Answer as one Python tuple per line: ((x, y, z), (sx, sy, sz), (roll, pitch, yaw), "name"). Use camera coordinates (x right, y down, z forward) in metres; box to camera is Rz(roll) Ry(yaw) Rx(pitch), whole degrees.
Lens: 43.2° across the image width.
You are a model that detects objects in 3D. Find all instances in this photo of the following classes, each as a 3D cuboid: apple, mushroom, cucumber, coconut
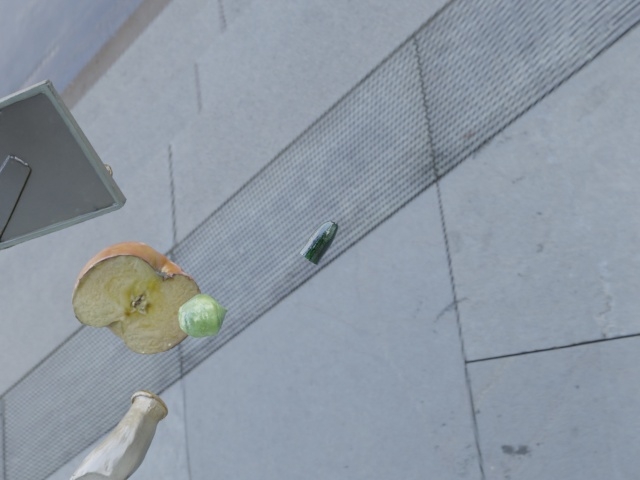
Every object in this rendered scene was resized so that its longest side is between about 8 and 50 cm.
((-0.438, 0.115, 1.944), (0.251, 0.293, 0.163), (-48, 27, 13), "apple")
((-0.400, 0.421, 1.639), (0.108, 0.096, 0.247), (-17, 32, 51), "mushroom")
((0.000, 0.000, 1.673), (0.048, 0.048, 0.105), (44, 109, 32), "cucumber")
((-0.225, 0.145, 1.556), (0.088, 0.096, 0.087), (48, 146, 49), "coconut")

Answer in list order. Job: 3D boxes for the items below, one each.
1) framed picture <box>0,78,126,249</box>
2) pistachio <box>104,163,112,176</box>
((-0.401, -0.083, 1.039), (0.260, 0.189, 0.023), (-16, 31, 20), "framed picture")
((-0.478, -0.113, 1.451), (0.130, 0.210, 0.165), (-54, 50, 54), "pistachio")
